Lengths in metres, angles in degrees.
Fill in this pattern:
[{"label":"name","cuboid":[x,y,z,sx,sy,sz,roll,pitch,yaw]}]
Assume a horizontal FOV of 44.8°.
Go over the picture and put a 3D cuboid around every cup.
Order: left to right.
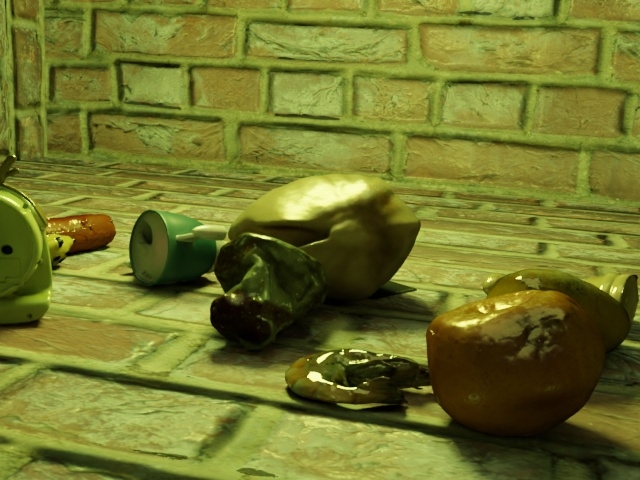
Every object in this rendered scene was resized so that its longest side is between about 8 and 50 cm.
[{"label":"cup","cuboid":[-0.315,0.018,1.746,0.173,0.167,0.300,3,-17,-46]}]

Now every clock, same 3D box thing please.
[{"label":"clock","cuboid":[-0.609,-0.001,1.393,0.235,0.307,0.096,-1,12,-17]}]

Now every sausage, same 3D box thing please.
[{"label":"sausage","cuboid":[-0.653,-0.012,1.950,0.102,0.102,0.330,11,13,35]}]

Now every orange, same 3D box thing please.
[{"label":"orange","cuboid":[0.267,0.176,1.074,0.249,0.183,0.249,-14,3,1]}]

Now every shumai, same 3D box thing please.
[{"label":"shumai","cuboid":[-0.114,0.120,1.436,0.222,0.203,0.272,9,-22,18]}]

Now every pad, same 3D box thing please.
[{"label":"pad","cuboid":[0.133,0.111,1.782,0.157,0.003,0.112,-8,16,-42]}]

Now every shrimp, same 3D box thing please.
[{"label":"shrimp","cuboid":[0.069,0.207,1.167,0.255,0.059,0.145,6,15,16]}]

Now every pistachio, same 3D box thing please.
[{"label":"pistachio","cuboid":[0.000,0.000,1.677,0.446,0.281,0.365,-12,-7,32]}]

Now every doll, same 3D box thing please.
[{"label":"doll","cuboid":[-0.680,0.038,1.743,0.117,0.086,0.291,-37,-9,31]}]

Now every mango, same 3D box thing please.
[{"label":"mango","cuboid":[0.427,0.140,1.369,0.330,0.175,0.176,19,35,-29]}]

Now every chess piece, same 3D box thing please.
[{"label":"chess piece","cuboid":[0.499,0.110,1.649,0.307,0.124,0.138,7,42,34]}]
